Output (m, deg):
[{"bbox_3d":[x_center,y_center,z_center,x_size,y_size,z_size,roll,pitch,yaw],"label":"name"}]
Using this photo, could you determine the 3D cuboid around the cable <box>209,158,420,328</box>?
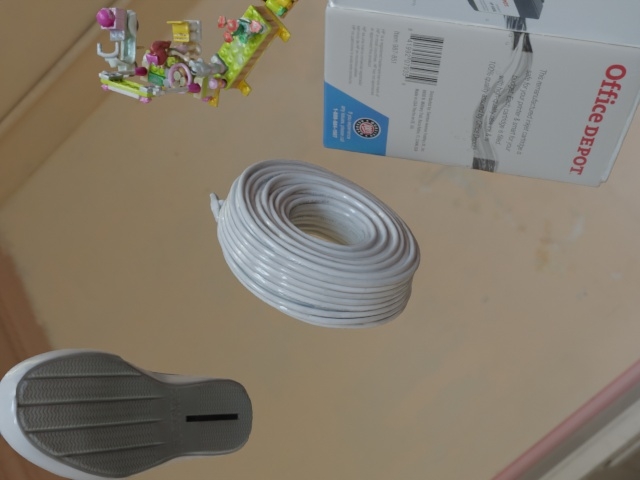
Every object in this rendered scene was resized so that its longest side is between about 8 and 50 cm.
[{"bbox_3d":[0.000,0.000,1.294,0.257,0.089,0.257,11,-147,-19],"label":"cable"}]

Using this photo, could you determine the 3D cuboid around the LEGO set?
[{"bbox_3d":[-0.139,-0.206,1.115,0.107,0.287,0.132,-18,-79,-52],"label":"LEGO set"}]

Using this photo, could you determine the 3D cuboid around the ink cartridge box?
[{"bbox_3d":[0.164,-0.185,1.077,0.223,0.307,0.129,92,-171,-58],"label":"ink cartridge box"}]

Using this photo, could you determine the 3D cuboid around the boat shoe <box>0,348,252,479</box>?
[{"bbox_3d":[-0.139,0.123,0.702,0.226,0.076,0.083,23,-118,-54],"label":"boat shoe"}]
